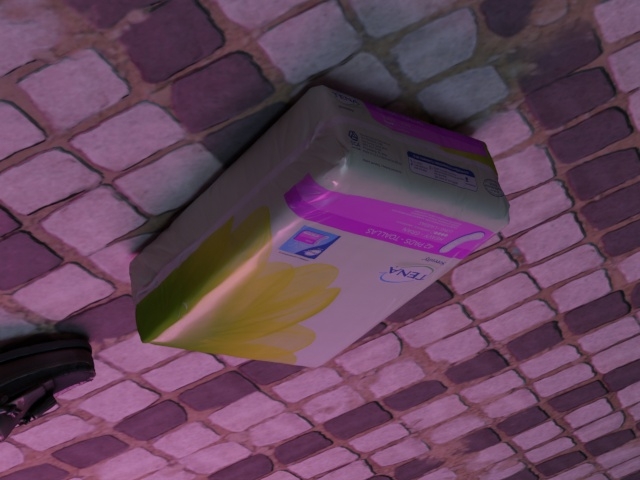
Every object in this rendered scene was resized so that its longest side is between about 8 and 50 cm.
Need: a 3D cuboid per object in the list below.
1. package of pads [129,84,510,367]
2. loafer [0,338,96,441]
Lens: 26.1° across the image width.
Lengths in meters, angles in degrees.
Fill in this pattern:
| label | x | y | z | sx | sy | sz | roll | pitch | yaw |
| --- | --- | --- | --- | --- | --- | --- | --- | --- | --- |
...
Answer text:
| label | x | y | z | sx | sy | sz | roll | pitch | yaw |
| --- | --- | --- | --- | --- | --- | --- | --- | --- | --- |
| package of pads | 0.000 | 0.000 | 1.252 | 0.229 | 0.101 | 0.296 | 14 | 138 | -42 |
| loafer | -0.339 | 0.175 | 1.335 | 0.267 | 0.084 | 0.096 | -17 | 156 | -18 |
